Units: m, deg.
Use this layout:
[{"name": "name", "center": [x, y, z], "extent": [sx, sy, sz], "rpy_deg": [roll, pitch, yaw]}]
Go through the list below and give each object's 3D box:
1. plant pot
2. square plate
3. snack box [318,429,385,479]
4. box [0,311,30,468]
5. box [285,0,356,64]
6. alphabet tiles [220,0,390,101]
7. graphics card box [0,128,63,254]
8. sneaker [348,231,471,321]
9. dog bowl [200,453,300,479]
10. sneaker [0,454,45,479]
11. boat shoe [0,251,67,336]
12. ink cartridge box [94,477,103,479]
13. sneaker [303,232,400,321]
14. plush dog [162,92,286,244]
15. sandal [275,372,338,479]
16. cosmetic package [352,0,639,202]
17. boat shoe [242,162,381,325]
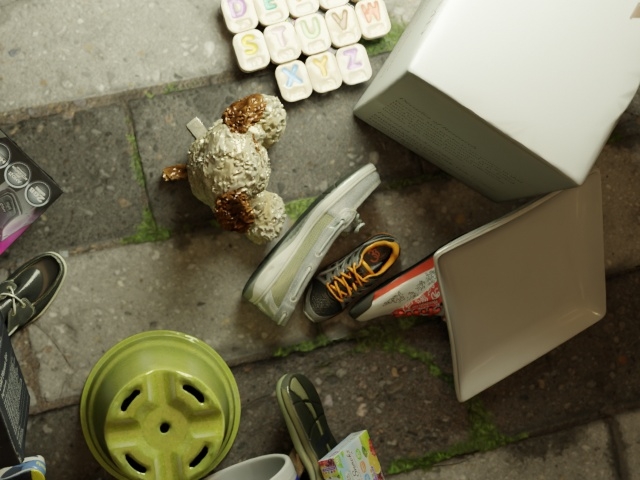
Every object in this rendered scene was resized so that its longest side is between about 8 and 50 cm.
[{"name": "plant pot", "center": [-0.254, 0.287, 1.712], "extent": [0.276, 0.254, 0.275], "rpy_deg": [1, 87, -10]}, {"name": "square plate", "center": [0.348, 0.075, 1.841], "extent": [0.344, 0.049, 0.347], "rpy_deg": [-28, 129, -18]}, {"name": "snack box", "center": [0.056, 0.398, 1.824], "extent": [0.037, 0.141, 0.100], "rpy_deg": [-21, 91, 28]}, {"name": "box", "center": [-0.652, 0.202, 1.603], "extent": [0.344, 0.179, 0.312], "rpy_deg": [-10, 121, -5]}, {"name": "box", "center": [-0.009, -0.401, 1.896], "extent": [0.162, 0.029, 0.116], "rpy_deg": [32, 83, -8]}, {"name": "alphabet tiles", "center": [-0.025, -0.396, 1.868], "extent": [0.284, 0.021, 0.277], "rpy_deg": [-17, 91, -9]}, {"name": "graphics card box", "center": [-0.628, -0.033, 1.701], "extent": [0.371, 0.094, 0.233], "rpy_deg": [-47, 119, -10]}, {"name": "sneaker", "center": [0.195, 0.110, 1.881], "extent": [0.270, 0.090, 0.145], "rpy_deg": [-31, 91, -12]}, {"name": "dog bowl", "center": [-0.150, 0.452, 1.718], "extent": [0.265, 0.265, 0.104], "rpy_deg": [-25, 93, -10]}, {"name": "sneaker", "center": [-0.523, 0.393, 1.765], "extent": [0.144, 0.059, 0.053], "rpy_deg": [-9, 121, 5]}, {"name": "boat shoe", "center": [-0.514, 0.111, 1.763], "extent": [0.233, 0.079, 0.084], "rpy_deg": [-44, 94, -10]}, {"name": "ink cartridge box", "center": [-0.395, 0.450, 1.753], "extent": [0.209, 0.109, 0.062], "rpy_deg": [-25, 93, -10]}, {"name": "sneaker", "center": [0.055, 0.061, 1.863], "extent": [0.215, 0.083, 0.084], "rpy_deg": [-43, 97, -8]}, {"name": "plush dog", "center": [-0.153, -0.126, 1.759], "extent": [0.211, 0.225, 0.262], "rpy_deg": [1, 88, -10]}, {"name": "sandal", "center": [-0.023, 0.377, 1.835], "extent": [0.086, 0.120, 0.302], "rpy_deg": [-18, 90, 24]}, {"name": "cosmetic package", "center": [0.305, -0.290, 1.763], "extent": [0.327, 0.394, 0.329], "rpy_deg": [32, 82, -8]}, {"name": "boat shoe", "center": [-0.001, 0.001, 1.839], "extent": [0.103, 0.118, 0.320], "rpy_deg": [41, 86, -7]}]
